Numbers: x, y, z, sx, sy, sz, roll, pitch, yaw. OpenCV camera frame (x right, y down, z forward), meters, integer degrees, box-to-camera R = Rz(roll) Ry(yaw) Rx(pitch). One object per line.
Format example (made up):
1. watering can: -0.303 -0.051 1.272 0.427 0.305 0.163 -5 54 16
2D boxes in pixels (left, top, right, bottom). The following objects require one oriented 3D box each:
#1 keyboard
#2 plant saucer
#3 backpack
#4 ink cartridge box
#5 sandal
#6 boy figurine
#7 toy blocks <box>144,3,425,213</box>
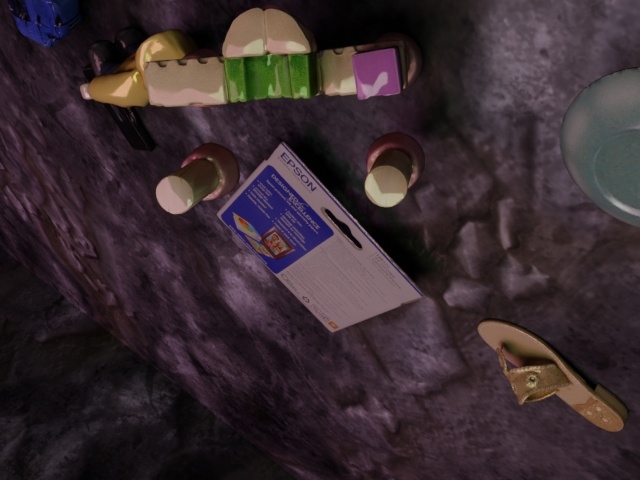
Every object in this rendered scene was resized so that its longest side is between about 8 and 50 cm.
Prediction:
1. keyboard: -0.363 -0.243 1.227 0.108 0.023 0.180 13 139 50
2. plant saucer: 0.320 -0.072 0.645 0.195 0.037 0.195 28 146 22
3. backpack: -0.443 -0.373 1.083 0.101 0.098 0.120 34 148 6
4. ink cartridge box: 0.000 0.000 1.074 0.303 0.072 0.307 47 147 -6
5. sandal: 0.316 0.208 0.954 0.240 0.079 0.088 35 148 13
6. boy figurine: -0.248 -0.241 0.927 0.285 0.177 0.092 29 146 58
7. toy blocks: -0.025 -0.204 0.741 0.288 0.260 0.309 -1 108 12
